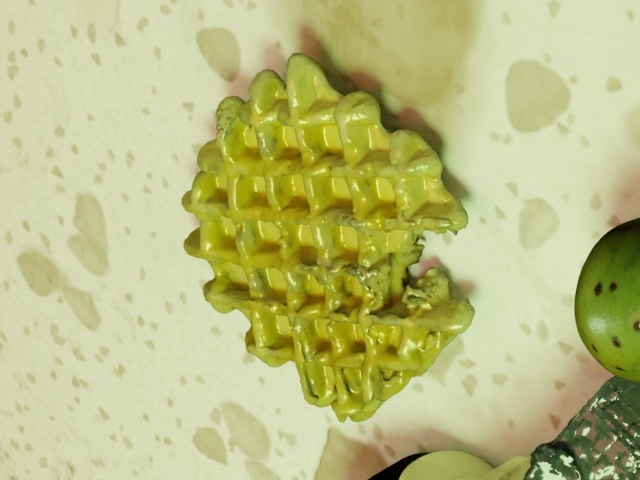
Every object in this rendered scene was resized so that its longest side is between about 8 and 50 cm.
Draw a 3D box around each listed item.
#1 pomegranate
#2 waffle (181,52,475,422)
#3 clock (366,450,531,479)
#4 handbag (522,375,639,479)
[{"bbox_3d":[0.219,0.044,1.052,0.130,0.130,0.130,19,123,34],"label":"pomegranate"},{"bbox_3d":[0.002,-0.001,1.263,0.250,0.056,0.261,49,137,12],"label":"waffle"},{"bbox_3d":[0.130,0.342,1.281,0.276,0.120,0.379,1,111,45],"label":"clock"},{"bbox_3d":[0.179,0.226,1.114,0.175,0.088,0.270,38,97,2],"label":"handbag"}]
